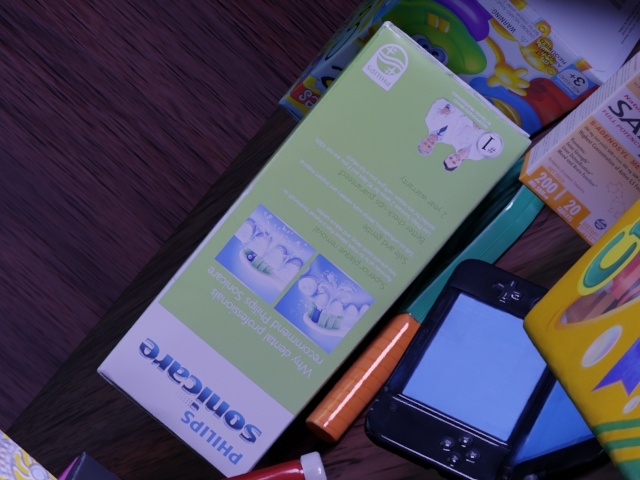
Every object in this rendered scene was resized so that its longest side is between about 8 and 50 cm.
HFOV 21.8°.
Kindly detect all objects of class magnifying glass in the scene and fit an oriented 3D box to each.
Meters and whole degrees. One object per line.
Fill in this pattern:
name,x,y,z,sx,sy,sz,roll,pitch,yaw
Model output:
magnifying glass,0.070,0.033,1.045,0.231,0.026,0.092,-51,9,-17

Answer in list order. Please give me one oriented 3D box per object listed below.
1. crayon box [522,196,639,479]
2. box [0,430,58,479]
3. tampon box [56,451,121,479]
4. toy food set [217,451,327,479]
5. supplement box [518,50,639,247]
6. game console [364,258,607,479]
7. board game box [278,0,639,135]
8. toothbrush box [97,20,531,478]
crayon box,0.172,0.005,0.493,0.203,0.083,0.323,-47,8,6
box,-0.117,0.203,0.336,0.279,0.290,0.177,-41,10,34
tampon box,-0.054,0.168,0.476,0.120,0.161,0.101,-45,10,23
toy food set,-0.027,0.159,0.742,0.104,0.111,0.232,-17,-2,-1
supplement box,0.158,-0.048,0.850,0.098,0.062,0.036,-44,9,27
game console,0.093,0.048,0.734,0.122,0.107,0.071,-54,-17,-40
board game box,0.114,-0.152,1.257,0.144,0.142,0.275,-53,11,-34
toothbrush box,0.000,0.000,1.102,0.283,0.122,0.206,-51,1,8
